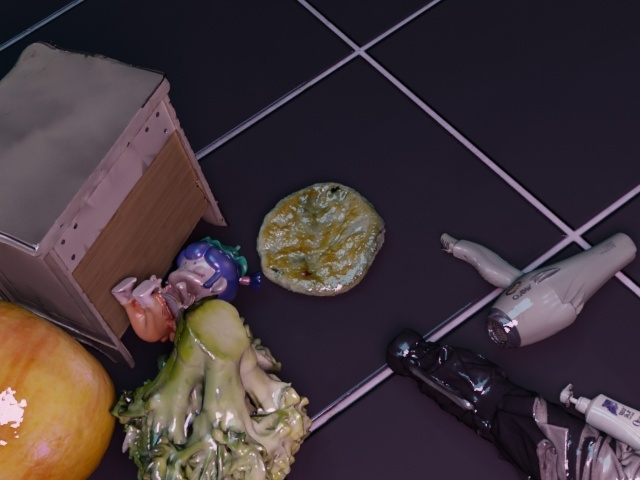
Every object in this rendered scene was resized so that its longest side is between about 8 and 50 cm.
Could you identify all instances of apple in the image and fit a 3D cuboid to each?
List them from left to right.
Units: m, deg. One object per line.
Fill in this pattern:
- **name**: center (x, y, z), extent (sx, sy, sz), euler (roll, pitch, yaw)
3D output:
- **apple**: center (-0.395, 0.207, 1.250), extent (0.286, 0.286, 0.233), euler (17, 64, 26)

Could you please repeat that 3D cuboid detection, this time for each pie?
- **pie**: center (0.000, 0.000, 1.429), extent (0.187, 0.041, 0.186), euler (-7, 53, 10)

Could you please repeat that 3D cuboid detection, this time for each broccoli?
- **broccoli**: center (-0.113, 0.178, 1.207), extent (0.248, 0.245, 0.288), euler (-6, 47, -27)

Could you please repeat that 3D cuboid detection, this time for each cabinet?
- **cabinet**: center (-0.318, -0.041, 1.376), extent (0.227, 0.318, 0.290), euler (18, 62, 24)

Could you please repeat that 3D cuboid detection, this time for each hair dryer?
- **hair dryer**: center (0.289, 0.031, 1.321), extent (0.219, 0.088, 0.225), euler (-16, 37, -5)

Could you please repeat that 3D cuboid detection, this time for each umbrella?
- **umbrella**: center (0.208, 0.209, 1.183), extent (0.106, 0.113, 0.358), euler (-25, 41, -38)

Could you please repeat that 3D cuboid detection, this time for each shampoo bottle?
- **shampoo bottle**: center (0.341, 0.209, 1.188), extent (0.141, 0.034, 0.049), euler (24, 70, 30)

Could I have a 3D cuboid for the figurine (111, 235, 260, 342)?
- **figurine**: center (-0.177, 0.063, 1.352), extent (0.111, 0.102, 0.195), euler (11, 34, 42)
